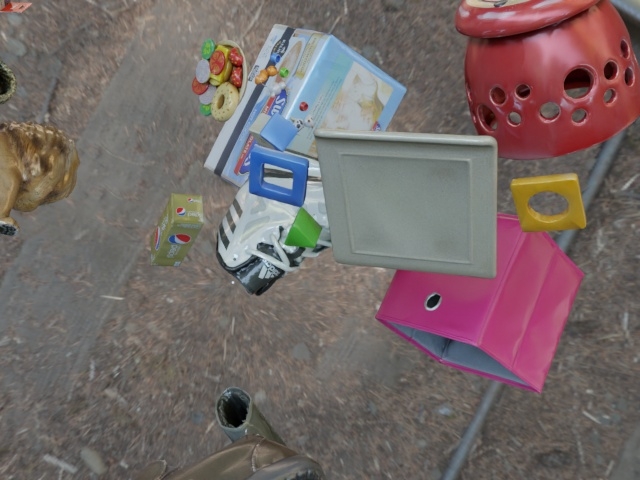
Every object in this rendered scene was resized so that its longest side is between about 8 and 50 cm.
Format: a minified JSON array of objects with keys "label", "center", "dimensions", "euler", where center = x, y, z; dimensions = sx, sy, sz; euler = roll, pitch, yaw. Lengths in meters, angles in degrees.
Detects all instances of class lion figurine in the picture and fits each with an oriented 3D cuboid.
[{"label":"lion figurine","center":[-0.538,-0.114,1.141],"dimensions":[0.392,0.142,0.240],"euler":[20,48,-33]}]

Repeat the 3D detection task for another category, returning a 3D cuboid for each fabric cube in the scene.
[{"label":"fabric cube","center":[0.311,0.107,1.552],"dimensions":[0.259,0.254,0.258],"euler":[36,74,-40]}]

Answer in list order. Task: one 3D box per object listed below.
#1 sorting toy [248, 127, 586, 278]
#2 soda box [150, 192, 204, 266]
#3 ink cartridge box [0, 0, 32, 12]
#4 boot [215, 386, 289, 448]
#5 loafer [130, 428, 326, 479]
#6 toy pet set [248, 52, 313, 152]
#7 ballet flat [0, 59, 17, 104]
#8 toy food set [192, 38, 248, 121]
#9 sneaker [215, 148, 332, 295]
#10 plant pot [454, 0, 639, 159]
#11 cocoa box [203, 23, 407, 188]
[{"label":"sorting toy","center":[0.096,-0.043,0.834],"dimensions":[0.347,0.196,0.047],"euler":[6,45,18]},{"label":"soda box","center":[-0.269,-0.017,1.489],"dimensions":[0.058,0.181,0.061],"euler":[5,61,-24]},{"label":"ink cartridge box","center":[-0.564,-0.417,1.379],"dimensions":[0.115,0.063,0.029],"euler":[3,121,-2]},{"label":"boot","center":[-0.052,0.310,1.080],"dimensions":[0.076,0.189,0.208],"euler":[-33,119,-18]},{"label":"loafer","center":[-0.172,0.311,0.835],"dimensions":[0.366,0.130,0.134],"euler":[-15,116,-31]},{"label":"toy pet set","center":[-0.050,-0.187,1.166],"dimensions":[0.065,0.122,0.114],"euler":[24,72,36]},{"label":"ballet flat","center":[-0.544,-0.313,0.988],"dimensions":[0.182,0.483,0.164],"euler":[-7,64,13]},{"label":"toy food set","center":[-0.106,-0.169,0.839],"dimensions":[0.020,0.082,0.083],"euler":[0,112,-44]},{"label":"sneaker","center":[0.000,0.000,1.301],"dimensions":[0.169,0.447,0.257],"euler":[44,69,-40]},{"label":"plant pot","center":[0.251,-0.208,0.895],"dimensions":[0.191,0.191,0.174],"euler":[-26,119,-7]},{"label":"cocoa box","center":[-0.034,-0.230,1.647],"dimensions":[0.231,0.228,0.347],"euler":[26,93,-36]}]
